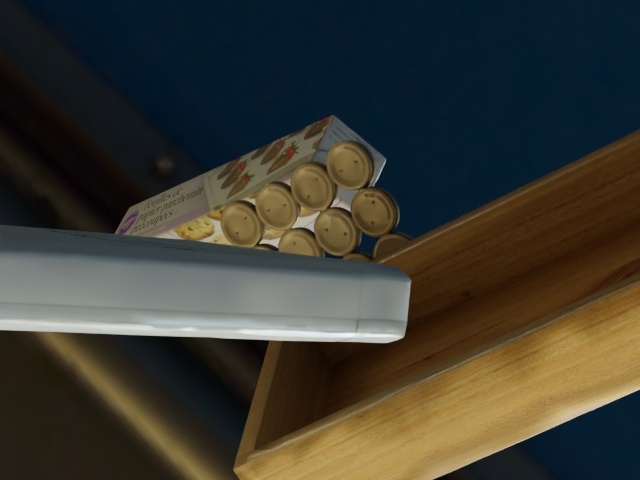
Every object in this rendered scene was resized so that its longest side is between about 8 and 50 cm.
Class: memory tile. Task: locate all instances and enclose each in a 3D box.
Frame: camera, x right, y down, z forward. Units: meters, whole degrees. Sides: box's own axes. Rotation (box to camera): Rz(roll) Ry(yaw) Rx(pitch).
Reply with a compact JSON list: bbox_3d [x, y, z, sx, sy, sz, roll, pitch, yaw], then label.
[{"bbox_3d":[0.000,0.000,1.412,0.148,0.012,0.113,-27,-88,35],"label":"memory tile"}]

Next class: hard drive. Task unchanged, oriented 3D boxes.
[{"bbox_3d":[-0.162,0.017,1.011,0.233,0.353,0.047,7,-89,53],"label":"hard drive"}]

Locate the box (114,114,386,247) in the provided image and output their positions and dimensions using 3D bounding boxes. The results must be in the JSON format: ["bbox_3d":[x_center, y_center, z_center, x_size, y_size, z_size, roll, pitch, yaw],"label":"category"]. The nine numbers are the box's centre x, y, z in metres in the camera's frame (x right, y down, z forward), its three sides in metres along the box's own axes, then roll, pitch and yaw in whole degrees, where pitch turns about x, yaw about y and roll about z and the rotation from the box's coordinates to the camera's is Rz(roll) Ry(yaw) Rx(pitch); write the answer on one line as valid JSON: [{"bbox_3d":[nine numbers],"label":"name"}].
[{"bbox_3d":[-0.071,-0.025,1.645,0.067,0.063,0.324,40,-33,-23],"label":"box"}]

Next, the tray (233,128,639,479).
[{"bbox_3d":[0.147,0.036,1.237,0.411,0.203,0.076,-26,-68,21],"label":"tray"}]
